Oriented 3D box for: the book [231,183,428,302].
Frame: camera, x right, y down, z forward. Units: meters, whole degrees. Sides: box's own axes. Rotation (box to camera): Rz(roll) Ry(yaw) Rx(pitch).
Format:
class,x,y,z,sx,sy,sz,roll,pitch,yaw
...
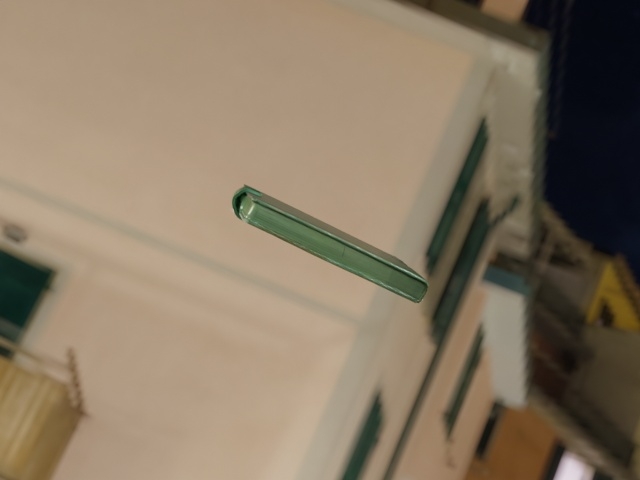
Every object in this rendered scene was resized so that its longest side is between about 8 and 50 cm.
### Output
class,x,y,z,sx,sy,sz,roll,pitch,yaw
book,0.000,0.000,0.952,0.103,0.017,0.135,26,2,-6
